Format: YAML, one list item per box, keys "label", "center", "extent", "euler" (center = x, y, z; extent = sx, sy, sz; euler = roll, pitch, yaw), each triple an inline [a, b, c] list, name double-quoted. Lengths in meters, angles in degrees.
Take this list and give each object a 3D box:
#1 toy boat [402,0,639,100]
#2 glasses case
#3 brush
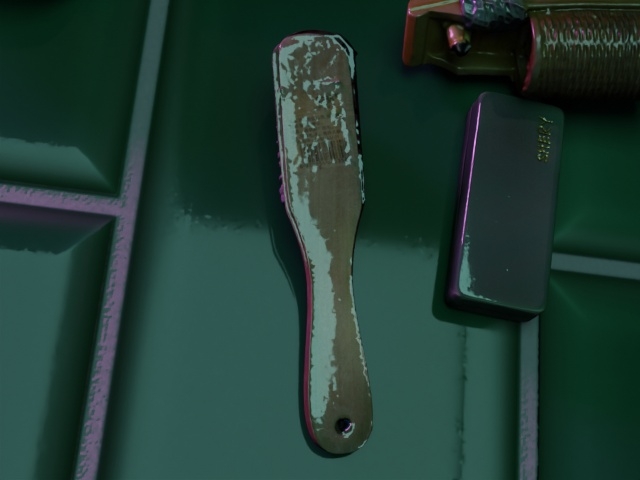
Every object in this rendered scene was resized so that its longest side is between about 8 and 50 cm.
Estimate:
- label: "toy boat"
  center: [0.224, -0.169, 0.812]
  extent: [0.310, 0.089, 0.115]
  euler: [0, 52, -7]
- label: "glasses case"
  center: [0.152, -0.029, 0.795]
  extent: [0.078, 0.039, 0.184]
  euler: [12, 70, -4]
- label: "brush"
  center: [0.000, 0.000, 0.761]
  extent: [0.070, 0.065, 0.327]
  euler: [-3, 82, -16]
